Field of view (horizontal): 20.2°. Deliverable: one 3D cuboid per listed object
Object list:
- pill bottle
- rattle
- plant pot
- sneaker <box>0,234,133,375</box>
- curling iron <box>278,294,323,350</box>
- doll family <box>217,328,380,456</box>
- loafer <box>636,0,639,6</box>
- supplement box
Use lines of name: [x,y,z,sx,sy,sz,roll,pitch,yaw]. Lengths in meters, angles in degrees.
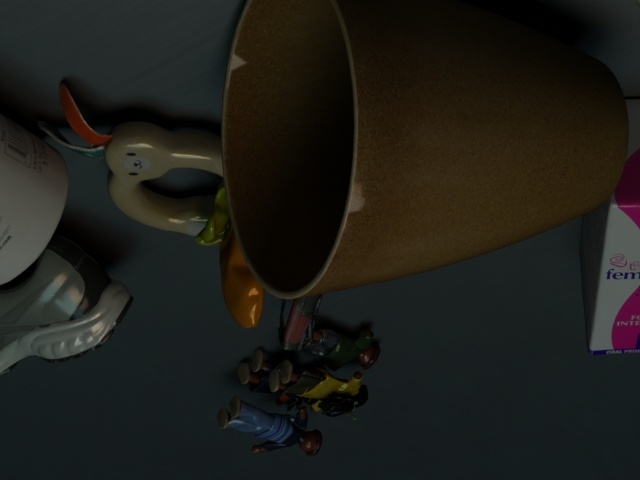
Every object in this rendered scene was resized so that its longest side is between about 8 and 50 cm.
pill bottle: [-0.317,-0.067,1.370,0.131,0.131,0.229,-26,137,31]
rattle: [-0.138,-0.024,1.434,0.130,0.143,0.199,-6,155,41]
plant pot: [0.088,-0.077,1.305,0.254,0.237,0.237,0,147,-24]
sneaker: [-0.292,0.064,1.605,0.271,0.100,0.108,-22,115,32]
curling iron: [0.000,0.000,1.539,0.035,0.068,0.274,7,139,-8]
doll family: [-0.013,0.149,1.736,0.111,0.076,0.193,19,146,-32]
loafer: [0.258,-0.195,1.222,0.092,0.102,0.268,-21,140,36]
supplement box: [0.278,-0.009,1.478,0.111,0.114,0.220,-2,143,3]
